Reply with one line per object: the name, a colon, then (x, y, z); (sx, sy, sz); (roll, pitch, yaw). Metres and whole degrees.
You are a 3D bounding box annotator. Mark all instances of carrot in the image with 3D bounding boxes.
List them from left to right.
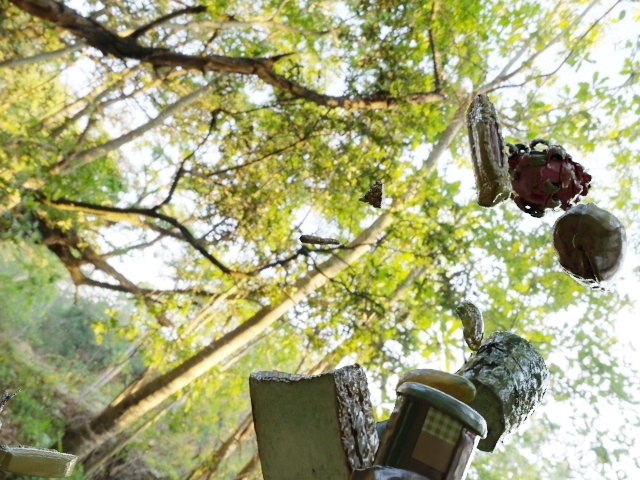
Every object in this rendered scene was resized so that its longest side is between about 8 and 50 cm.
carrot: (0.000, 0.002, 1.815); (0.165, 0.035, 0.035); (8, -24, -19)

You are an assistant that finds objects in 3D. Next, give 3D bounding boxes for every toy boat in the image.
toy boat: (-0.669, 0.512, 1.177); (0.077, 0.057, 0.200); (3, -22, 43)

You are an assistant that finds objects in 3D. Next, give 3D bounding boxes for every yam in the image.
yam: (0.406, 0.350, 1.202); (0.202, 0.271, 0.201); (36, -41, 31)

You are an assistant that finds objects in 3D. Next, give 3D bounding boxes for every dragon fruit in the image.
dragon fruit: (0.609, -0.190, 1.422); (0.272, 0.198, 0.218); (60, -6, 21)

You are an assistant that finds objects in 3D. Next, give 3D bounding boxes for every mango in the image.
mango: (0.244, 0.326, 1.085); (0.165, 0.089, 0.115); (3, -48, 4)

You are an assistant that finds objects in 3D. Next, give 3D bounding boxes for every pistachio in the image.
pistachio: (0.362, 0.190, 1.206); (0.049, 0.173, 0.089); (-35, -76, 24)
pistachio: (0.529, 0.021, 0.991); (0.131, 0.165, 0.210); (-8, -51, 37)

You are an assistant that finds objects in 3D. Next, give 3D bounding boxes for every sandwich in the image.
sandwich: (-0.014, 0.387, 1.000); (0.301, 0.099, 0.271); (-19, -100, 46)

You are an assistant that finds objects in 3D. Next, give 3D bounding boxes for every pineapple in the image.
pineapple: (0.198, -0.163, 1.894); (0.114, 0.114, 0.077); (-5, -14, 34)

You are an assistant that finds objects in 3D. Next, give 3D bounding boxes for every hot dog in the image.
hot dog: (0.353, -0.191, 1.063); (0.068, 0.288, 0.083); (9, -32, -9)

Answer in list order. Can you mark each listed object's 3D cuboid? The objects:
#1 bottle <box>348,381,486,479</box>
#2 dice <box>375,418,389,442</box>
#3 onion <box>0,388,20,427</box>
bottle: (0.111, 0.337, 0.680); (0.143, 0.271, 0.156); (26, -18, 7)
dice: (0.184, 0.573, 1.317); (0.182, 0.182, 0.183); (117, -38, -52)
onion: (-0.810, 0.426, 1.101); (0.273, 0.285, 0.272); (7, -81, 52)
